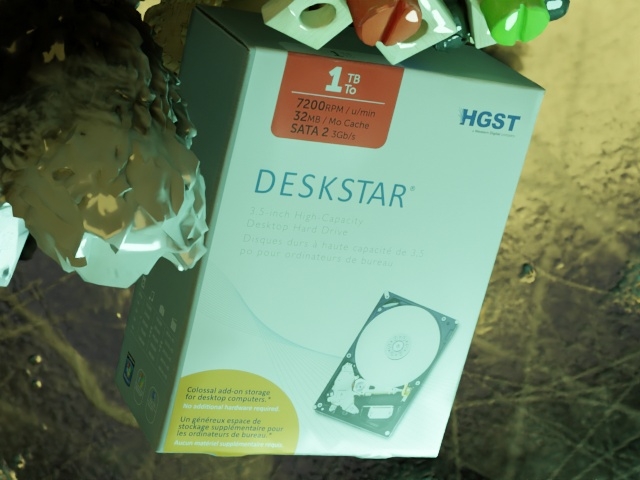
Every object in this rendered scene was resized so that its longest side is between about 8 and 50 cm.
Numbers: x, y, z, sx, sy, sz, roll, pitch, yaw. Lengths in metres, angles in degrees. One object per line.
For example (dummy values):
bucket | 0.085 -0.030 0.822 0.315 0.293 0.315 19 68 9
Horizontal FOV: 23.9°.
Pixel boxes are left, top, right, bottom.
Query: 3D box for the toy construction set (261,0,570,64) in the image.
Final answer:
toy construction set | 0.049 -0.214 0.729 0.151 0.215 0.327 -4 61 8

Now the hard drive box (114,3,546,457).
hard drive box | 0.000 0.000 0.848 0.181 0.089 0.232 4 111 -26

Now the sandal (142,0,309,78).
sandal | -0.072 -0.090 0.870 0.088 0.079 0.240 24 107 -2

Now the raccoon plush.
raccoon plush | -0.080 -0.237 0.688 0.446 0.216 0.299 53 126 26

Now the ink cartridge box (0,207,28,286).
ink cartridge box | -0.235 -0.079 0.842 0.208 0.045 0.206 8 113 -42
